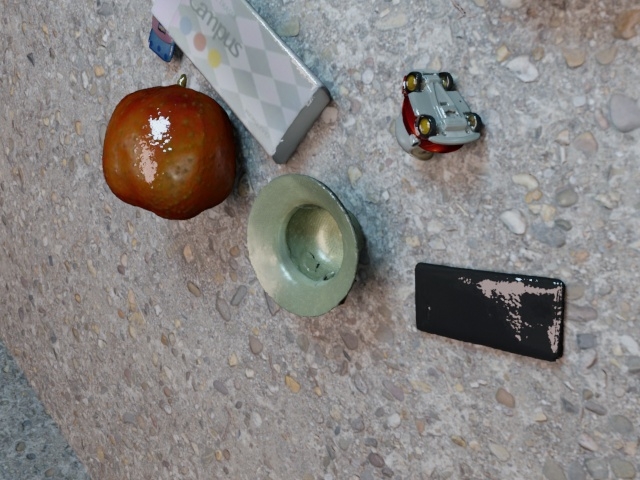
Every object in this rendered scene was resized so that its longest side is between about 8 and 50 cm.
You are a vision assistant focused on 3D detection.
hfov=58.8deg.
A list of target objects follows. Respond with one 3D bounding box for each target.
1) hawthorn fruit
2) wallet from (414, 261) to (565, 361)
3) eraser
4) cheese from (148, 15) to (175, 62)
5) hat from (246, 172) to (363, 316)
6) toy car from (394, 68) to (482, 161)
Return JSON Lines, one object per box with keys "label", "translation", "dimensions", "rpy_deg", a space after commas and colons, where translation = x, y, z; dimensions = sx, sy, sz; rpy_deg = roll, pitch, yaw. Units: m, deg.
{"label": "hawthorn fruit", "translation": [-0.299, -0.193, 1.158], "dimensions": [0.275, 0.275, 0.299], "rpy_deg": [9, 92, 39]}
{"label": "wallet", "translation": [0.257, 0.106, 0.897], "dimensions": [0.244, 0.025, 0.124], "rpy_deg": [7, 104, 40]}
{"label": "eraser", "translation": [-0.160, -0.353, 1.078], "dimensions": [0.397, 0.082, 0.213], "rpy_deg": [50, 126, 11]}
{"label": "cheese", "translation": [-0.313, -0.528, 1.210], "dimensions": [0.189, 0.074, 0.286], "rpy_deg": [44, 126, 26]}
{"label": "hat", "translation": [0.000, 0.000, 1.022], "dimensions": [0.257, 0.130, 0.257], "rpy_deg": [11, 108, 39]}
{"label": "toy car", "translation": [0.162, -0.183, 0.871], "dimensions": [0.112, 0.112, 0.139], "rpy_deg": [-46, 59, 54]}
